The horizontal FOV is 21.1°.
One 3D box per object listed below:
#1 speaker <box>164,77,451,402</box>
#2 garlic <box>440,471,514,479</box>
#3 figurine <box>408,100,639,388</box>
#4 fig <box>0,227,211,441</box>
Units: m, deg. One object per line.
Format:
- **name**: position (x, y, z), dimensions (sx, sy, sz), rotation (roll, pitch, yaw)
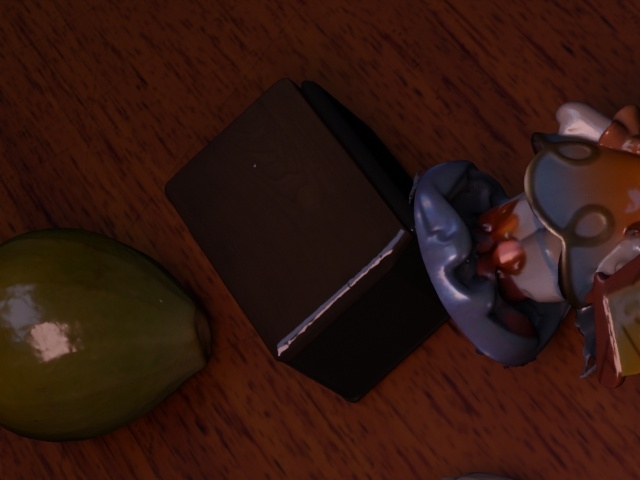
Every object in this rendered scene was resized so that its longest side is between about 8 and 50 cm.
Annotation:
- **speaker**: position (0.000, 0.000, 1.562), dimensions (0.192, 0.153, 0.231), rotation (-43, 54, 8)
- **garlic**: position (0.098, 0.298, 1.386), dimensions (0.178, 0.143, 0.229), rotation (8, 83, 32)
- **figurine**: position (0.300, -0.036, 1.365), dimensions (0.388, 0.248, 0.277), rotation (-28, 60, 30)
- **fig**: position (-0.229, 0.087, 1.648), dimensions (0.230, 0.207, 0.207), rotation (-8, 56, -20)
